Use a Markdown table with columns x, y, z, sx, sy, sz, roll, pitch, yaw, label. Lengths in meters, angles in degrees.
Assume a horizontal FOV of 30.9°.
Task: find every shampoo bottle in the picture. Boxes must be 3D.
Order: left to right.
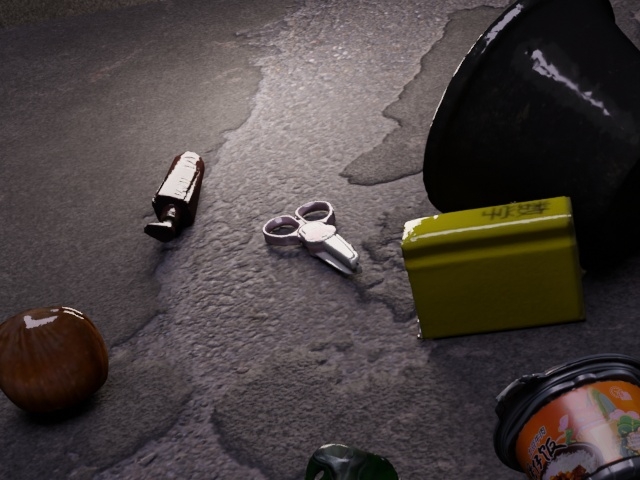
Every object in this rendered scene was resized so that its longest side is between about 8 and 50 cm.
| x | y | z | sx | sy | sz | roll | pitch | yaw | label |
| --- | --- | --- | --- | --- | --- | --- | --- | --- | --- |
| -0.242 | -0.071 | 1.940 | 0.068 | 0.067 | 0.236 | -2 | 31 | 4 | shampoo bottle |

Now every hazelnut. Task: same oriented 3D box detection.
| x | y | z | sx | sy | sz | roll | pitch | yaw | label |
| --- | --- | --- | --- | --- | --- | --- | --- | --- | --- |
| -0.362 | 0.152 | 1.539 | 0.150 | 0.150 | 0.150 | -11 | 30 | 6 | hazelnut |

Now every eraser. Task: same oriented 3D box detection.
| x | y | z | sx | sy | sz | roll | pitch | yaw | label |
| --- | --- | --- | --- | --- | --- | --- | --- | --- | --- |
| 0.221 | 0.035 | 1.463 | 0.226 | 0.158 | 0.069 | -8 | 28 | 11 | eraser |

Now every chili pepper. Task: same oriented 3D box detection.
| x | y | z | sx | sy | sz | roll | pitch | yaw | label |
| --- | --- | --- | --- | --- | --- | --- | --- | --- | --- |
| 0.039 | 0.294 | 1.201 | 0.108 | 0.062 | 0.216 | -14 | 32 | 2 | chili pepper |

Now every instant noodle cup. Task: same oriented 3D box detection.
| x | y | z | sx | sy | sz | roll | pitch | yaw | label |
| --- | --- | --- | --- | --- | --- | --- | --- | --- | --- |
| 0.274 | 0.217 | 1.141 | 0.208 | 0.178 | 0.125 | 7 | 38 | -25 | instant noodle cup |

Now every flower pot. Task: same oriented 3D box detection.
| x | y | z | sx | sy | sz | roll | pitch | yaw | label |
| --- | --- | --- | --- | --- | --- | --- | --- | --- | --- |
| 0.343 | -0.129 | 1.544 | 0.379 | 0.379 | 0.251 | -31 | 54 | -26 | flower pot |

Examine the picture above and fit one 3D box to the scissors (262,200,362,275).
| x | y | z | sx | sy | sz | roll | pitch | yaw | label |
| --- | --- | --- | --- | --- | --- | --- | --- | --- | --- |
| 0.000 | 0.000 | 1.746 | 0.118 | 0.030 | 0.242 | -25 | 29 | -15 | scissors |
